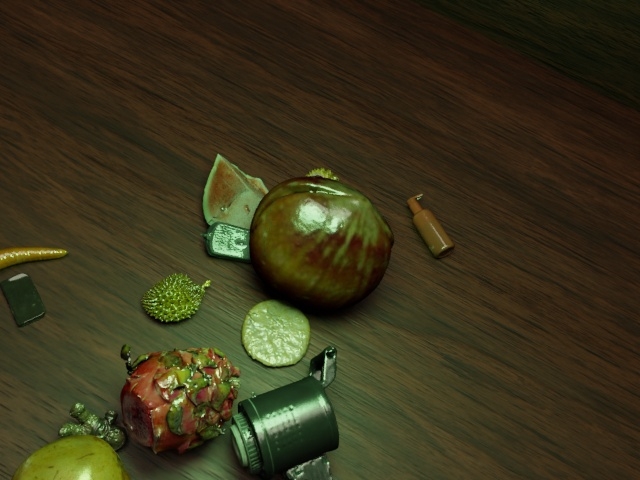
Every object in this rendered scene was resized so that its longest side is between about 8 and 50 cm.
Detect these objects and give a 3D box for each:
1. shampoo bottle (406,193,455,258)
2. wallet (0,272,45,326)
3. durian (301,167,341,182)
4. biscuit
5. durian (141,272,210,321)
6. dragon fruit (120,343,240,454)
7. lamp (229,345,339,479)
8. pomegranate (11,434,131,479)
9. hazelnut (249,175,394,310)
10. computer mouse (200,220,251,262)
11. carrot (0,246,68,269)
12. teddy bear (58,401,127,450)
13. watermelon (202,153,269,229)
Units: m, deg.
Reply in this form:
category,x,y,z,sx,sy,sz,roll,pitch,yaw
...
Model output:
category,x,y,z,sx,sy,sz,roll,pitch,yaw
shampoo bottle,0.382,-0.054,1.966,0.085,0.085,0.244,-16,63,-23
wallet,-0.838,0.164,1.560,0.082,0.018,0.157,-27,67,-27
durian,0.022,-0.171,1.956,0.132,0.165,0.182,-42,41,8
biscuit,-0.132,0.274,1.652,0.219,0.033,0.220,7,57,-10
durian,-0.411,0.159,1.622,0.208,0.102,0.146,-20,58,-29
dragon fruit,-0.347,0.382,1.403,0.269,0.251,0.291,17,28,36
lamp,-0.095,0.469,1.422,0.271,0.205,0.375,4,67,-16
pomegranate,-0.557,0.567,1.218,0.264,0.264,0.265,6,56,-10
hazelnut,0.000,0.000,1.655,0.429,0.402,0.402,30,54,-11
computer mouse,-0.269,0.010,1.764,0.228,0.068,0.113,14,83,-10
carrot,-0.883,0.048,1.606,0.271,0.062,0.066,-18,30,-28
teddy bear,-0.566,0.476,1.390,0.160,0.078,0.120,32,71,-18
watermelon,-0.264,-0.146,1.822,0.255,0.176,0.260,-12,46,-24
